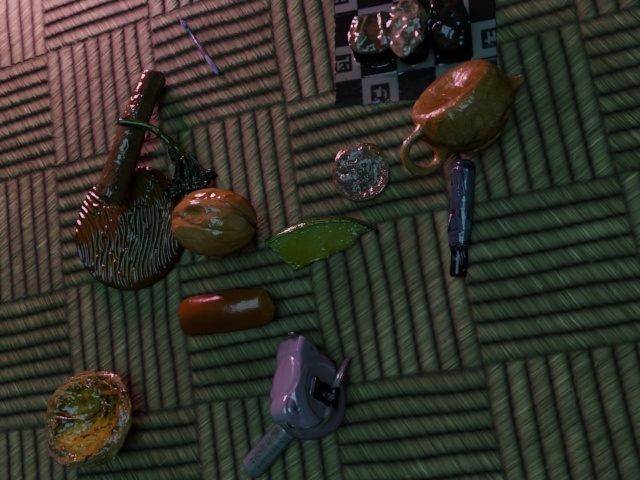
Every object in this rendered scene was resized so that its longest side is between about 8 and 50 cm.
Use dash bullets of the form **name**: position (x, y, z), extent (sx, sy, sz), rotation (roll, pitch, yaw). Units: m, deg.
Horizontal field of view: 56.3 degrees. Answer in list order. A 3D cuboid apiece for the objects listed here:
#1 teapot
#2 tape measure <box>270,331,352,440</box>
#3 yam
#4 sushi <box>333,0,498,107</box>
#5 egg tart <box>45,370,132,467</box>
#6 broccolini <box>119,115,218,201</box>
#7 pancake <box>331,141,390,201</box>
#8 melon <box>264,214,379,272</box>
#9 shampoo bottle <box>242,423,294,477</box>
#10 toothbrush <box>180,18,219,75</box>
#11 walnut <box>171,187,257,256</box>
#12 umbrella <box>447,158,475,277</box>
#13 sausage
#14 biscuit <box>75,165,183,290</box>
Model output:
- **teapot**: position (0.296, -0.244, 1.225), extent (0.311, 0.203, 0.167), rotation (-45, 115, -4)
- **tape measure**: position (-0.017, 0.310, 1.232), extent (0.105, 0.178, 0.196), rotation (-22, 49, 34)
- **yam**: position (-0.468, -0.259, 1.481), extent (0.081, 0.081, 0.357), rotation (11, 76, 18)
- **sushi**: position (0.195, -0.467, 1.314), extent (0.372, 0.100, 0.297), rotation (-2, 82, 17)
- **egg tart**: position (-0.540, 0.428, 1.423), extent (0.252, 0.098, 0.232), rotation (-38, 67, 5)
- **broccolini**: position (-0.385, -0.192, 1.432), extent (0.271, 0.062, 0.123), rotation (38, 67, -1)
- **pancake**: position (0.090, -0.153, 1.344), extent (0.139, 0.022, 0.140), rotation (-2, 83, 16)
- **melon**: position (0.001, 0.000, 1.338), extent (0.261, 0.053, 0.114), rotation (-13, 86, 15)
- **shampoo bottle**: position (-0.089, 0.428, 1.302), extent (0.056, 0.056, 0.195), rotation (43, 96, 18)
- **toothbrush**: position (-0.305, -0.489, 1.514), extent (0.013, 0.019, 0.193), rotation (-36, 76, 9)
- **walnut**: position (-0.244, -0.041, 1.365), extent (0.206, 0.159, 0.159), rotation (2, 83, 17)
- **umbrella**: position (0.292, -0.048, 1.252), extent (0.053, 0.052, 0.251), rotation (4, 83, 17)
- **sausage**: position (-0.212, 0.160, 1.359), extent (0.238, 0.098, 0.098), rotation (-10, 80, 17)
- **biscuit**: position (-0.476, -0.033, 1.492), extent (0.317, 0.040, 0.318), rotation (-3, 81, 17)
